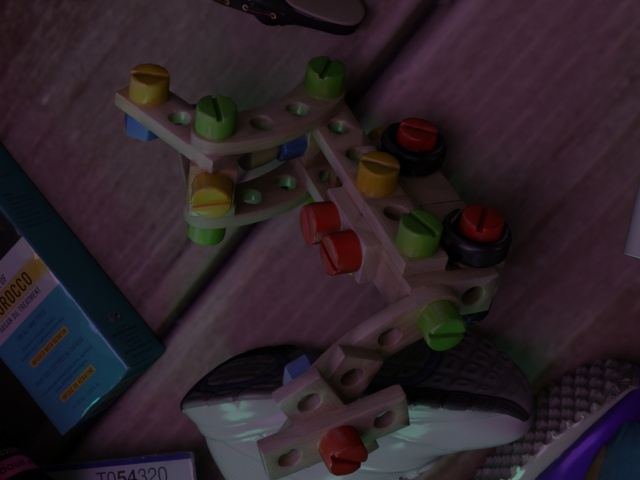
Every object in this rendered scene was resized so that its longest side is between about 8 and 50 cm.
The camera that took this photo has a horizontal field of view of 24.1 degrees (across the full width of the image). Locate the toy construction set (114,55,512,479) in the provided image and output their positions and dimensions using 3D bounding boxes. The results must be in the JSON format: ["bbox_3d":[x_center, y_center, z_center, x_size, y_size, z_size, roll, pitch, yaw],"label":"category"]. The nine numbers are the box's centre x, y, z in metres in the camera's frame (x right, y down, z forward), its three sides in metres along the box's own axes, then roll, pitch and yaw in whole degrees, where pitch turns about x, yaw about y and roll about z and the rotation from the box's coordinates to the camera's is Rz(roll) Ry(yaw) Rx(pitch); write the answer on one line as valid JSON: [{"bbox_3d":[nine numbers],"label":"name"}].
[{"bbox_3d":[0.000,0.000,1.039,0.151,0.215,0.328,113,142,-51],"label":"toy construction set"}]

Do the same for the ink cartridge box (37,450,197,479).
[{"bbox_3d":[-0.209,0.357,1.301,0.324,0.071,0.330,-9,83,27],"label":"ink cartridge box"}]

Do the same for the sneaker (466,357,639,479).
[{"bbox_3d":[0.172,0.221,1.092,0.146,0.102,0.293,36,110,-2],"label":"sneaker"}]

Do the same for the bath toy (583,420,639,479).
[{"bbox_3d":[0.327,0.244,0.966,0.348,0.151,0.129,28,88,-3],"label":"bath toy"}]

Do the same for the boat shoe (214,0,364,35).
[{"bbox_3d":[-0.028,-0.184,1.126,0.133,0.049,0.042,23,138,12],"label":"boat shoe"}]

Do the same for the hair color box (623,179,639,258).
[{"bbox_3d":[0.257,-0.051,1.016,0.072,0.043,0.141,17,109,21],"label":"hair color box"}]

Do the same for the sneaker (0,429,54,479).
[{"bbox_3d":[-0.319,0.186,1.250,0.202,0.185,0.483,-19,86,13],"label":"sneaker"}]

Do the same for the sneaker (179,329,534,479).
[{"bbox_3d":[0.035,0.143,1.139,0.297,0.111,0.129,-8,110,37],"label":"sneaker"}]

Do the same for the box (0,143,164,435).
[{"bbox_3d":[-0.248,0.035,1.266,0.100,0.060,0.244,-44,81,26],"label":"box"}]
